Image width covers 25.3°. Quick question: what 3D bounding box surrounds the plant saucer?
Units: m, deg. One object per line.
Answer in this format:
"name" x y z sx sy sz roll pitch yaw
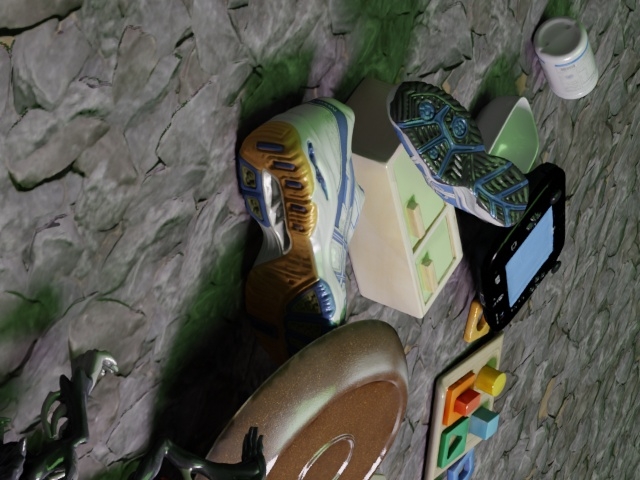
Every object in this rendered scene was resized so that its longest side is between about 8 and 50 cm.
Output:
"plant saucer" -0.010 0.219 1.439 0.311 0.050 0.310 -38 149 -27

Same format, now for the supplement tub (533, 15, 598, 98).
"supplement tub" 0.322 -0.239 1.866 0.071 0.071 0.107 -62 153 -13

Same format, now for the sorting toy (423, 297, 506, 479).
"sorting toy" 0.216 0.242 2.031 0.196 0.047 0.347 -33 136 -48

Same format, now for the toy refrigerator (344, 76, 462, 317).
"toy refrigerator" 0.085 -0.040 1.550 0.102 0.094 0.269 -54 149 -28

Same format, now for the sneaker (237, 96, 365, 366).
"sneaker" 0.000 0.000 1.408 0.131 0.112 0.296 -40 142 -43

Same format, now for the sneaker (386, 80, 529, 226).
"sneaker" 0.122 -0.082 1.427 0.211 0.081 0.080 45 67 -37

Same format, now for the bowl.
"bowl" 0.215 -0.104 1.786 0.142 0.053 0.142 -61 151 -17

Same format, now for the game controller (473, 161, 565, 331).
"game controller" 0.261 0.015 1.848 0.166 0.067 0.319 -60 162 -13

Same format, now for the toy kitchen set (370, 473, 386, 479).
"toy kitchen set" -0.006 0.366 1.561 0.166 0.122 0.207 15 58 -49

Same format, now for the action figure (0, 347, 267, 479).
"action figure" -0.194 0.185 1.158 0.276 0.141 0.164 13 132 -25

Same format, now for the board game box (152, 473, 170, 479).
"board game box" -0.198 0.319 1.338 0.141 0.048 0.170 -14 120 -56
